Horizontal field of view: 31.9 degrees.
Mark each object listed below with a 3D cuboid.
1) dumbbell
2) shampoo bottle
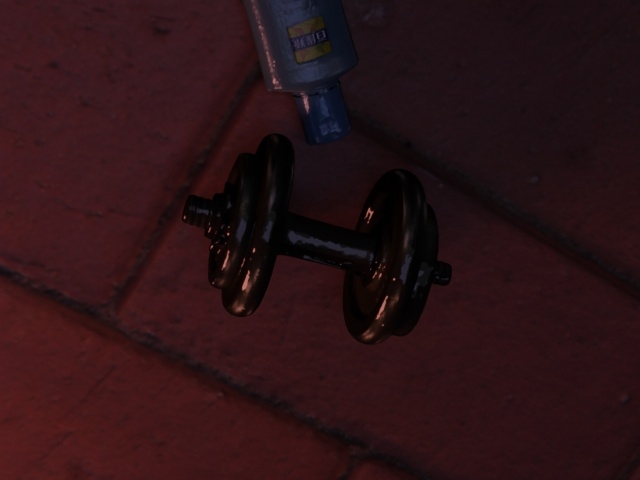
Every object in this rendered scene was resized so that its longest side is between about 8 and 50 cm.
[{"bbox_3d":[0.000,0.000,1.158,0.290,0.192,0.192,14,104,-13],"label":"dumbbell"},{"bbox_3d":[-0.023,-0.225,1.153,0.104,0.061,0.258,-18,110,-6],"label":"shampoo bottle"}]
